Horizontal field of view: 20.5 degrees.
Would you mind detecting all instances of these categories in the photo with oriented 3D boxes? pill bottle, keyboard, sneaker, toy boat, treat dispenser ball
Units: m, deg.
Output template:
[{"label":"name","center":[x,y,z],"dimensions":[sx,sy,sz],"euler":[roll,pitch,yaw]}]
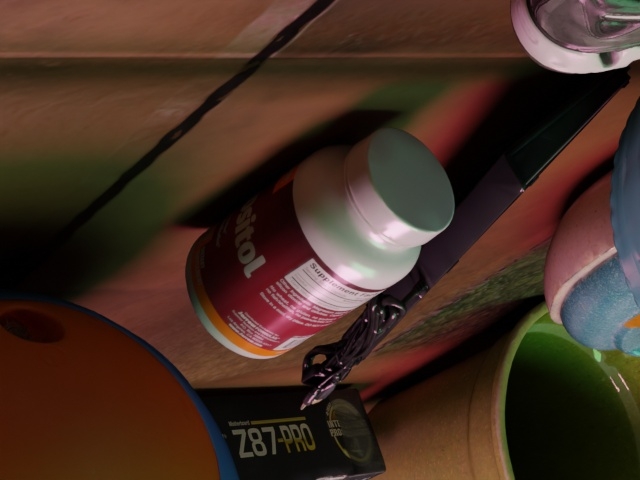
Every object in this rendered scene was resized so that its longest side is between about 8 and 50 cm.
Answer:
[{"label":"pill bottle","center":[0.000,0.000,0.989],"dimensions":[0.086,0.086,0.152],"euler":[-3,156,-47]},{"label":"keyboard","center":[0.071,0.009,1.105],"dimensions":[0.201,0.033,0.317],"euler":[-44,175,-27]},{"label":"sneaker","center":[0.198,-0.142,0.783],"dimensions":[0.234,0.078,0.106],"euler":[-19,167,1]},{"label":"toy boat","center":[0.319,-0.002,1.268],"dimensions":[0.318,0.148,0.267],"euler":[-19,164,-4]},{"label":"treat dispenser ball","center":[-0.181,0.168,0.952],"dimensions":[0.288,0.288,0.288],"euler":[-19,164,-6]}]

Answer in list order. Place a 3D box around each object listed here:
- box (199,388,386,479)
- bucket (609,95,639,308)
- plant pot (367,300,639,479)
[{"label":"box","center":[-0.184,0.248,1.562],"dimensions":[0.395,0.097,0.318],"euler":[-30,160,29]},{"label":"bucket","center":[0.288,-0.033,0.922],"dimensions":[0.281,0.281,0.183],"euler":[-19,173,-6]},{"label":"plant pot","center":[0.168,0.209,1.635],"dimensions":[0.276,0.276,0.254],"euler":[-5,170,-44]}]
